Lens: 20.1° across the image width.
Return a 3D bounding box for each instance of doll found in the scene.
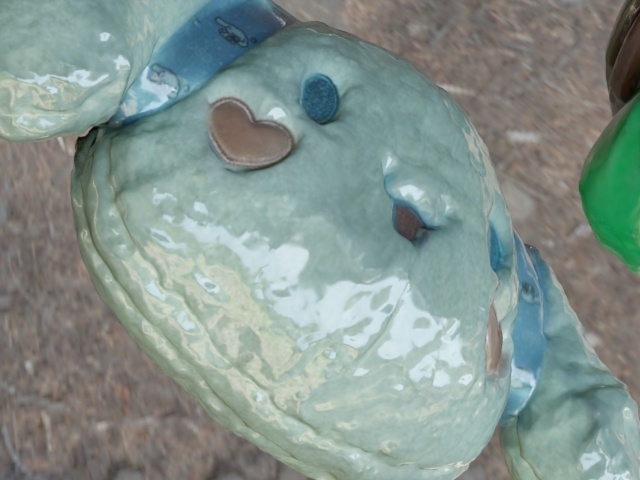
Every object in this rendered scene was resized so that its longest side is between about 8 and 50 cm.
[{"bbox_3d":[0.000,0.000,0.439,0.214,0.103,0.071,38,137,-21],"label":"doll"}]

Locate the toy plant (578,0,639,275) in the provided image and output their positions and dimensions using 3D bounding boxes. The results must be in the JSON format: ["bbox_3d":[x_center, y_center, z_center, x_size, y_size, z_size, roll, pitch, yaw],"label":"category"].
[{"bbox_3d":[0.133,-0.032,0.453,0.143,0.200,0.105,-2,137,-4],"label":"toy plant"}]
